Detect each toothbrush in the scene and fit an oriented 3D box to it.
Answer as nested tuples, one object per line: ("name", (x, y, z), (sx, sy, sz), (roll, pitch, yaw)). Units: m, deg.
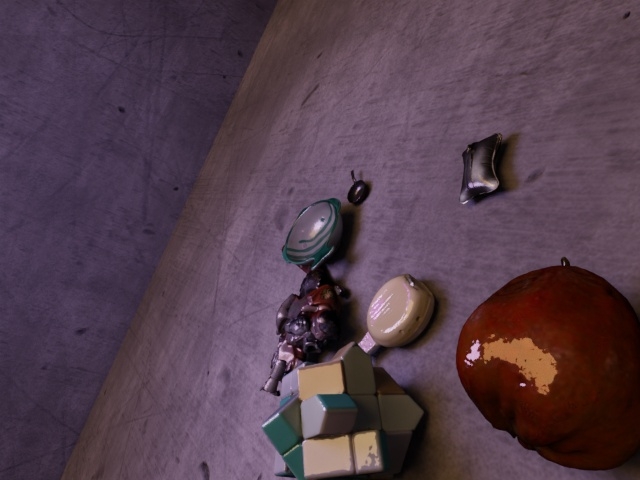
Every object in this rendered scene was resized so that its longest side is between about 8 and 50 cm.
("toothbrush", (-0.024, 0.077, 1.257), (0.040, 0.041, 0.364), (-61, 32, 3))

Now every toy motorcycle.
("toy motorcycle", (-0.047, 0.264, 1.066), (0.207, 0.134, 0.400), (8, 73, 64))

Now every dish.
("dish", (0.000, 0.000, 1.228), (0.224, 0.078, 0.246), (-45, 33, 14))

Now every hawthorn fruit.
("hawthorn fruit", (0.296, 0.134, 0.581), (0.224, 0.224, 0.260), (1, 56, 56))

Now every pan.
("pan", (0.100, -0.147, 1.253), (0.068, 0.023, 0.115), (-39, 42, 36))

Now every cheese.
("cheese", (0.132, 0.171, 0.930), (0.227, 0.064, 0.137), (-51, 30, 17))

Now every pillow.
("pillow", (0.314, -0.142, 0.907), (0.091, 0.055, 0.135), (-7, 62, 32))

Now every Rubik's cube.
("Rubik's cube", (0.031, 0.303, 0.802), (0.213, 0.266, 0.224), (131, 147, -52))
